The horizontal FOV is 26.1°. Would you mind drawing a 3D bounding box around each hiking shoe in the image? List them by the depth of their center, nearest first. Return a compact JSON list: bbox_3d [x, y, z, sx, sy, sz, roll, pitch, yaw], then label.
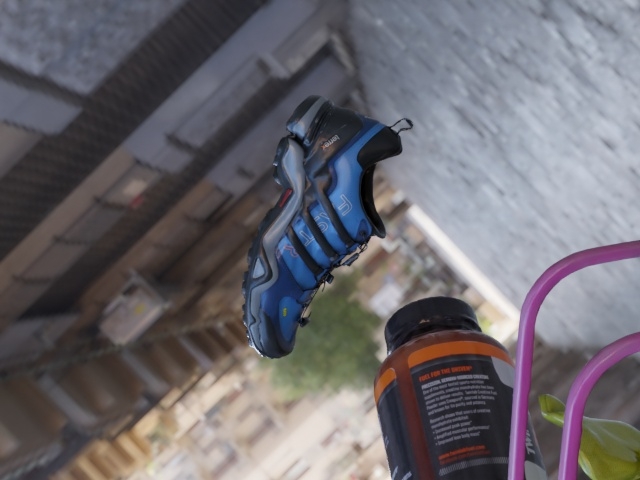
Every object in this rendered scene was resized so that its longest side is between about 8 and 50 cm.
[{"bbox_3d":[0.000,0.000,1.506,0.132,0.304,0.113,17,-161,10],"label":"hiking shoe"}]

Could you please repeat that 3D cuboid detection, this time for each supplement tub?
[{"bbox_3d":[0.095,0.135,0.955,0.106,0.106,0.198,43,-153,-45],"label":"supplement tub"}]

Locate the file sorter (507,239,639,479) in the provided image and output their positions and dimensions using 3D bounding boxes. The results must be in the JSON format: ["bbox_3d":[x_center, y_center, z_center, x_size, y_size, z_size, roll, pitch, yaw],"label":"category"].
[{"bbox_3d":[0.203,0.142,0.538,0.290,0.182,0.202,-117,22,-57],"label":"file sorter"}]

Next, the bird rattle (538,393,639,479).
[{"bbox_3d":[0.211,0.202,0.886,0.143,0.207,0.253,9,154,24],"label":"bird rattle"}]
